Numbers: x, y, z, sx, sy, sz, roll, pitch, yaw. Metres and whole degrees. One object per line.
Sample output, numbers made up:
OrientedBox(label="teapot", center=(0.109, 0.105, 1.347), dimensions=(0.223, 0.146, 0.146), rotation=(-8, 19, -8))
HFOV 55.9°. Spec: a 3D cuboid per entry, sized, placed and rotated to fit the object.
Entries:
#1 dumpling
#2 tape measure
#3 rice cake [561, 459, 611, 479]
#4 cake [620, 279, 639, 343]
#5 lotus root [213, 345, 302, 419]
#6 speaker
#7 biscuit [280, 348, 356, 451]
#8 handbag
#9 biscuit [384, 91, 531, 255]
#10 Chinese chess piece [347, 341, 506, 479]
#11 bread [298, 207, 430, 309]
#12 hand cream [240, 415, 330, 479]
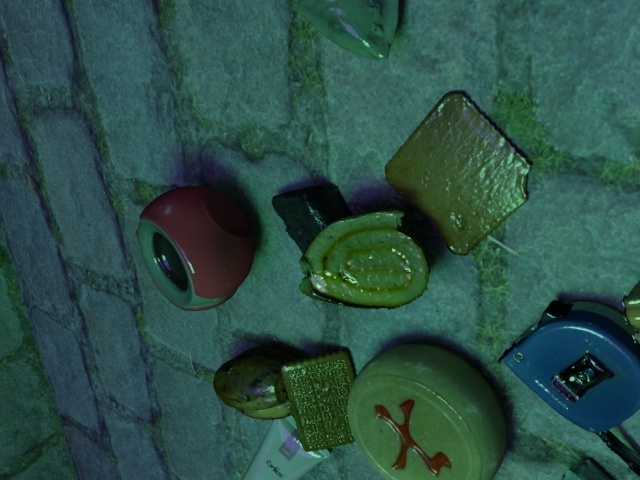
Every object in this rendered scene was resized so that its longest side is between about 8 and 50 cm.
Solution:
OrientedBox(label="dumpling", center=(0.055, -0.401, 1.027), dimensions=(0.216, 0.104, 0.149), rotation=(44, 133, 14))
OrientedBox(label="tape measure", center=(0.491, 0.259, 1.009), dimensions=(0.351, 0.098, 0.215), rotation=(41, 133, 13))
OrientedBox(label="rice cake", center=(0.534, 0.491, 1.108), dimensions=(0.206, 0.063, 0.069), rotation=(41, 138, 18))
OrientedBox(label="cake", center=(0.545, 0.167, 0.904), dimensions=(0.090, 0.109, 0.226), rotation=(-21, 97, 43))
OrientedBox(label="lotus root", center=(-0.166, 0.371, 1.555), dimensions=(0.290, 0.193, 0.193), rotation=(-7, 107, 42))
OrientedBox(label="speaker", center=(-0.300, 0.022, 1.426), dimensions=(0.294, 0.294, 0.295), rotation=(19, 122, 32))
OrientedBox(label="biscuit", center=(0.012, 0.392, 1.449), dimensions=(0.172, 0.029, 0.255), rotation=(-14, 107, 2))
OrientedBox(label="handbag", center=(0.000, 0.000, 1.302), dimensions=(0.175, 0.088, 0.271), rotation=(-26, 94, 52))
OrientedBox(label="biscuit", center=(0.244, -0.113, 1.080), dimensions=(0.232, 0.013, 0.237), rotation=(49, 134, 10))
OrientedBox(label="Chinese chess piece", center=(0.218, 0.378, 1.261), dimensions=(0.337, 0.140, 0.338), rotation=(19, 123, 32))
OrientedBox(label="bread", center=(0.080, 0.040, 1.155), dimensions=(0.256, 0.124, 0.186), rotation=(-6, 88, 6))
OrientedBox(label="hand cream", center=(-0.117, 0.629, 1.696), dimensions=(0.185, 0.118, 0.359), rotation=(41, 125, 16))
